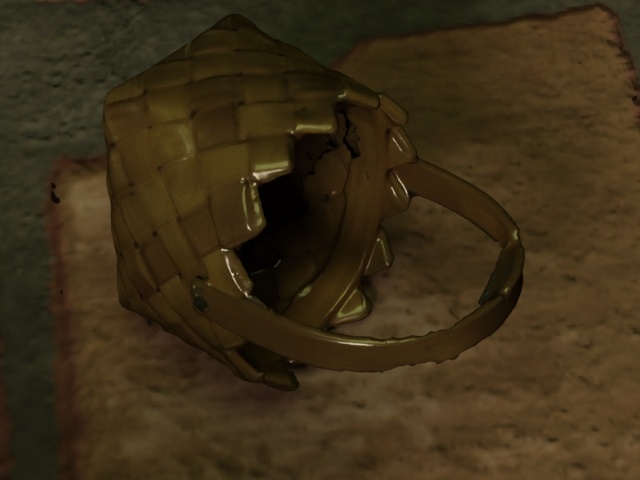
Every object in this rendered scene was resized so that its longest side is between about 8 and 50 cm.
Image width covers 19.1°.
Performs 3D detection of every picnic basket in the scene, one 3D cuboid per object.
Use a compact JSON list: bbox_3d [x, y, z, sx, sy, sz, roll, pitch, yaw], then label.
[{"bbox_3d":[0.000,0.000,0.806,0.178,0.138,0.128,24,48,25],"label":"picnic basket"}]
